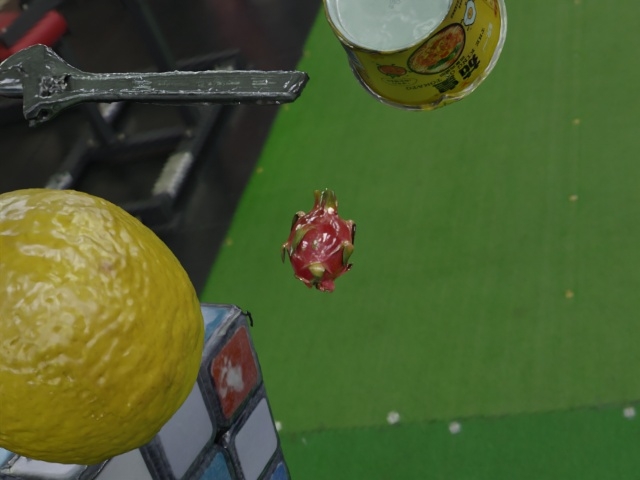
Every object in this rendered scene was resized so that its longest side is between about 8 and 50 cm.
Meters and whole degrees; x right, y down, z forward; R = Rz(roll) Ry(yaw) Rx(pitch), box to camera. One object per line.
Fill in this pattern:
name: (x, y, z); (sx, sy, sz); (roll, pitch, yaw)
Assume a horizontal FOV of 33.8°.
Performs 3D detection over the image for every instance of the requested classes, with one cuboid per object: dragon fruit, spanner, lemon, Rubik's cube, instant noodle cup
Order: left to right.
lemon: (-0.169, 0.057, 0.693); (0.181, 0.193, 0.180); (-4, 73, 13)
Rubik's cube: (-0.272, 0.298, 1.294); (0.363, 0.362, 0.359); (1, 35, 29)
spanner: (-0.165, -0.141, 0.957); (0.325, 0.026, 0.093); (3, 57, 18)
dragon fruit: (0.002, -0.001, 1.237); (0.086, 0.081, 0.116); (18, 82, 18)
instant noodle cup: (0.089, -0.238, 1.085); (0.182, 0.144, 0.182); (-3, 81, 20)
